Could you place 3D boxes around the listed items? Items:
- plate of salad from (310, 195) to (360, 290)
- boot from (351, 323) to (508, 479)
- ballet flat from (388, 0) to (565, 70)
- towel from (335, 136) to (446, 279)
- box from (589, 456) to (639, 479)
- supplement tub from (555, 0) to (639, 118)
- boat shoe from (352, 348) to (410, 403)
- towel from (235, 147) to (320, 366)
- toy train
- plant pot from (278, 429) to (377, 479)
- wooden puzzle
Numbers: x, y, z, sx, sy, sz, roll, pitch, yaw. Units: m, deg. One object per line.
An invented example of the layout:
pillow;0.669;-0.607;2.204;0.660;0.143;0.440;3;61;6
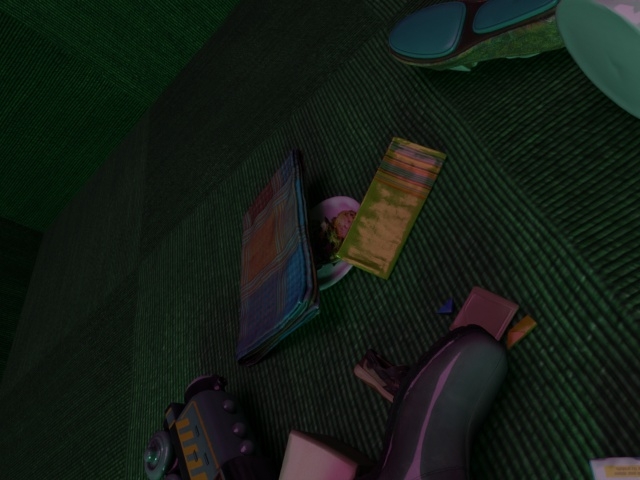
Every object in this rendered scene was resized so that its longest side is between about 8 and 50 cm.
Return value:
plate of salad;0.000;0.000;0.840;0.200;0.048;0.199;-24;51;34
boot;0.138;0.262;0.426;0.338;0.118;0.223;-60;22;-3
ballet flat;0.265;-0.337;0.737;0.349;0.123;0.123;12;74;52
towel;0.118;-0.059;0.750;0.102;0.021;0.237;23;82;25
box;0.296;0.299;0.335;0.101;0.060;0.244;-22;51;35
supplement tub;0.436;-0.290;0.441;0.316;0.228;0.228;-42;42;19
boat shoe;0.104;0.191;0.605;0.152;0.056;0.049;18;84;50
towel;-0.098;0.028;0.876;0.271;0.040;0.369;-45;39;40
toy train;-0.164;0.365;0.693;0.190;0.142;0.334;-56;38;7
plant pot;0.015;0.319;0.583;0.096;0.109;0.109;0;65;33
wooden puzzle;0.215;0.103;0.584;0.078;0.014;0.116;-51;40;1
